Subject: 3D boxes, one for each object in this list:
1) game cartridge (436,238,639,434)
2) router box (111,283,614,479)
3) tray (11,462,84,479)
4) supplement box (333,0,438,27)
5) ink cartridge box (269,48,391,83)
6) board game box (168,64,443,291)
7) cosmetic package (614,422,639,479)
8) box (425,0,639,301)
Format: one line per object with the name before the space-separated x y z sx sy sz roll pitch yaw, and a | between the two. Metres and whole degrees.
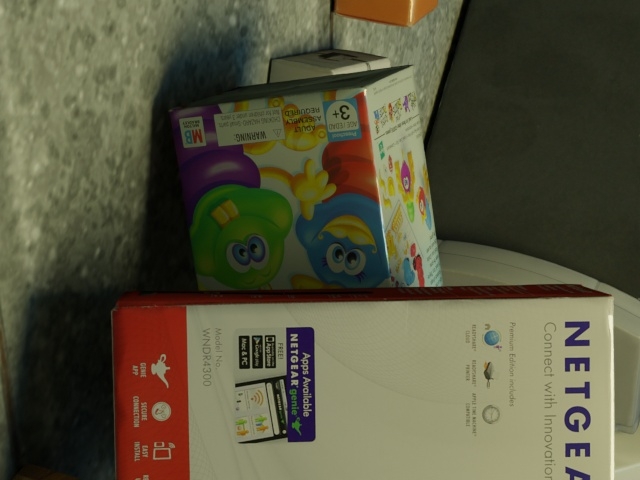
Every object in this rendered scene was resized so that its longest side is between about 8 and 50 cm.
game cartridge | 0.205 0.097 1.474 0.060 0.294 0.196 -58 154 -36
router box | 0.027 0.196 0.856 0.082 0.301 0.335 -132 -140 -86
tray | -0.193 0.369 0.881 0.203 0.076 0.411 -51 149 -51
supplement box | 0.064 -0.304 1.152 0.078 0.080 0.233 -43 143 -59
ink cartridge box | 0.005 -0.104 1.144 0.135 0.056 0.099 -26 127 -65
board game box | 0.002 0.026 0.976 0.144 0.142 0.275 -36 119 -69
cosmetic package | 0.199 0.349 1.512 0.377 0.097 0.284 -9 125 -28
box | 0.345 -0.133 1.708 0.472 0.297 0.480 41 64 -70
